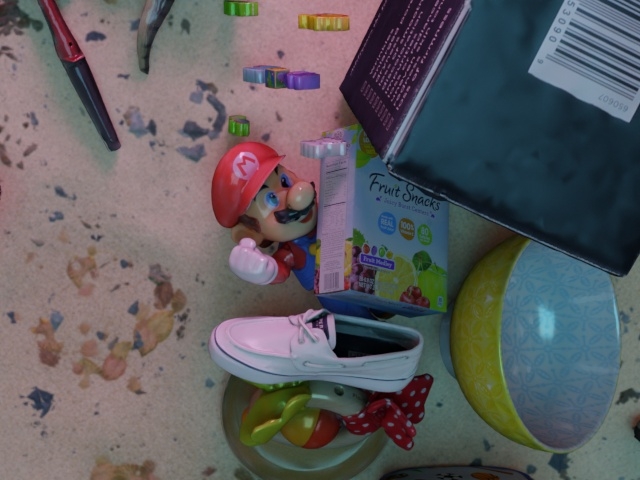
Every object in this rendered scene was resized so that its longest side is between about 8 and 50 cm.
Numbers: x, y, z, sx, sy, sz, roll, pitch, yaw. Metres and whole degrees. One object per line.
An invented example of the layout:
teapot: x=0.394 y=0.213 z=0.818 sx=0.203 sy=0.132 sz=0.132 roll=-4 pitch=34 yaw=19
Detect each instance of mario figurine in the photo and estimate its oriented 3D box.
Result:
mario figurine: x=0.000 y=0.000 z=1.814 sx=0.170 sy=0.198 sz=0.320 roll=-40 pitch=109 yaw=19

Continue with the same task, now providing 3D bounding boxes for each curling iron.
curling iron: x=-0.297 y=-0.238 z=1.799 sx=0.068 sy=0.035 sz=0.274 roll=-16 pitch=106 yaw=0

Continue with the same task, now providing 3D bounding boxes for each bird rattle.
bird rattle: x=0.006 y=0.208 z=1.856 sx=0.253 sy=0.207 sz=0.143 roll=8 pitch=62 yaw=-23

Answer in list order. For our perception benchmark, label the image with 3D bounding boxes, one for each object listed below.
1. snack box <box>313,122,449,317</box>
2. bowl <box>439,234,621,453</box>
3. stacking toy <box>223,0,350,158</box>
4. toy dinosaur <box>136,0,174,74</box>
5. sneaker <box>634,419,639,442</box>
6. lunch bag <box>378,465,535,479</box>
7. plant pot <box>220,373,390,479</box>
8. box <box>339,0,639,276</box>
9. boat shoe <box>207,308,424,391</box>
snack box: x=0.078 y=-0.022 z=1.789 sx=0.174 sy=0.070 sz=0.207 roll=14 pitch=72 yaw=-43
bowl: x=0.248 y=0.126 z=1.867 sx=0.156 sy=0.289 sz=0.289 roll=-4 pitch=111 yaw=41
stacking toy: x=-0.044 y=-0.198 z=1.757 sx=0.052 sy=0.221 sz=0.167 roll=-11 pitch=109 yaw=-36
toy dinosaur: x=-0.198 y=-0.340 z=1.769 sx=0.118 sy=0.064 sz=0.268 roll=26 pitch=105 yaw=-18
sneaker: x=0.488 y=0.346 z=2.002 sx=0.222 sy=0.083 sz=0.118 roll=40 pitch=99 yaw=-15
lunch bag: x=0.198 y=0.372 z=1.870 sx=0.243 sy=0.303 sz=0.115 roll=1 pitch=97 yaw=-5
plant pot: x=-0.016 y=0.222 z=1.951 sx=0.236 sy=0.032 sz=0.236 roll=-1 pitch=106 yaw=-5
box: x=0.264 y=-0.278 z=1.610 sx=0.297 sy=0.472 sz=0.480 roll=24 pitch=102 yaw=-12
boat shoe: x=-0.003 y=0.118 z=1.748 sx=0.258 sy=0.095 sz=0.084 roll=4 pitch=138 yaw=-14
